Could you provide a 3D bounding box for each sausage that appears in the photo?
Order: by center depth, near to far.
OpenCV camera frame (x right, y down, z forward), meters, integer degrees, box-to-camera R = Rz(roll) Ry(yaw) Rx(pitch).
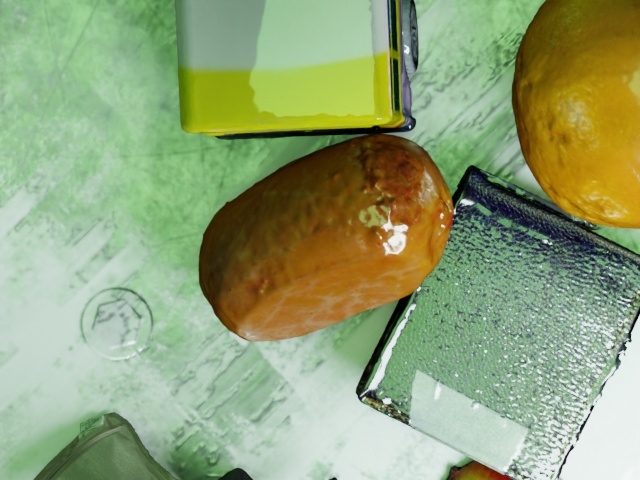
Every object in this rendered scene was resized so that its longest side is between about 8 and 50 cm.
[{"bbox_3d":[0.000,-0.001,1.734,0.268,0.153,0.141,-26,55,25],"label":"sausage"}]

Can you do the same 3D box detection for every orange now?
[{"bbox_3d":[0.305,-0.138,1.686,0.261,0.261,0.261,0,92,2],"label":"orange"}]

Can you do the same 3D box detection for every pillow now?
[{"bbox_3d":[-0.196,0.255,1.754,0.131,0.233,0.038,-44,132,-10],"label":"pillow"}]

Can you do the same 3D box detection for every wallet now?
[{"bbox_3d":[0.185,0.087,1.785,0.221,0.071,0.262,27,84,-3],"label":"wallet"}]

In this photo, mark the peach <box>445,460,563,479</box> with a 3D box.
[{"bbox_3d":[0.202,0.349,1.803,0.189,0.068,0.279,-27,91,4],"label":"peach"}]

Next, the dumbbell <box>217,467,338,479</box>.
[{"bbox_3d":[-0.117,0.326,1.772,0.325,0.143,0.143,-32,91,2],"label":"dumbbell"}]

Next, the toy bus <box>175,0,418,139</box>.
[{"bbox_3d":[-0.029,-0.316,1.681,0.209,0.249,0.439,-1,93,9],"label":"toy bus"}]
